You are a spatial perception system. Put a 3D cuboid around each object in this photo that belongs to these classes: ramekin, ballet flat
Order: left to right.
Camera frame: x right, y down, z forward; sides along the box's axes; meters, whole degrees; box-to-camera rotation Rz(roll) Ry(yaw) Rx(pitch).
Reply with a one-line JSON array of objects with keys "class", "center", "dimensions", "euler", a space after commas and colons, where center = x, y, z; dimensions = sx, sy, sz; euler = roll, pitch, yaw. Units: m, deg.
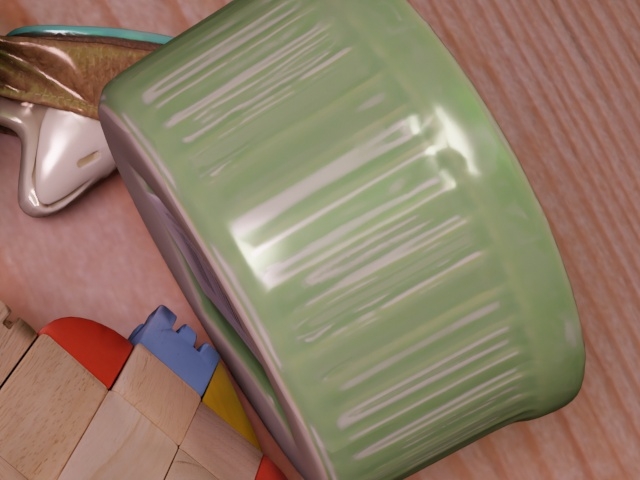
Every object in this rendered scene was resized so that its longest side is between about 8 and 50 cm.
[{"class": "ballet flat", "center": [-0.212, -0.082, 0.830], "dimensions": [0.342, 0.116, 0.124], "euler": [9, 76, -23]}, {"class": "ramekin", "center": [0.000, 0.000, 0.763], "dimensions": [0.148, 0.303, 0.303], "euler": [-30, 83, -11]}]

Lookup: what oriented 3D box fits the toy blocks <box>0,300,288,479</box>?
[{"class": "toy blocks", "center": [-0.108, 0.144, 0.709], "dimensions": [0.381, 0.191, 0.261], "euler": [42, 24, -10]}]
